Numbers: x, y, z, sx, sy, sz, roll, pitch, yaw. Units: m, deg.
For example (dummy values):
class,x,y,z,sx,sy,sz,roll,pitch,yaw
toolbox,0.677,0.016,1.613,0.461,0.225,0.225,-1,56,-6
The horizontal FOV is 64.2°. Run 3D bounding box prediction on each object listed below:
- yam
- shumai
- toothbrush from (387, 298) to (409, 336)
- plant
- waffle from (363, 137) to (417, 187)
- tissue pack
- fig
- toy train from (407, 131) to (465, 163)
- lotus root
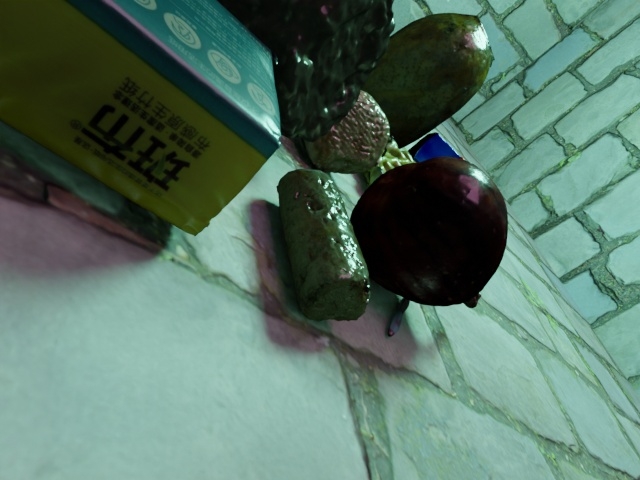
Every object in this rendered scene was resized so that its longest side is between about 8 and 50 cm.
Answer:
class,x,y,z,sx,sy,sz,roll,pitch,yaw
yam,0.000,0.000,0.532,0.078,0.078,0.179,32,29,-37
shumai,0.028,-0.170,0.810,0.145,0.145,0.116,42,-12,-21
toothbrush,0.113,0.087,0.684,0.013,0.019,0.193,52,25,1
plant,-0.088,-0.275,0.605,0.312,0.213,0.215,33,14,14
waffle,0.191,-0.067,0.988,0.317,0.073,0.297,37,27,-24
tissue pack,-0.165,-0.150,0.378,0.271,0.134,0.192,36,28,-31
fig,0.154,0.020,0.658,0.186,0.204,0.249,-35,103,-31
toy train,0.259,-0.181,1.190,0.131,0.082,0.204,43,4,-8
lotus root,0.226,-0.370,1.174,0.250,0.346,0.250,48,22,-27
